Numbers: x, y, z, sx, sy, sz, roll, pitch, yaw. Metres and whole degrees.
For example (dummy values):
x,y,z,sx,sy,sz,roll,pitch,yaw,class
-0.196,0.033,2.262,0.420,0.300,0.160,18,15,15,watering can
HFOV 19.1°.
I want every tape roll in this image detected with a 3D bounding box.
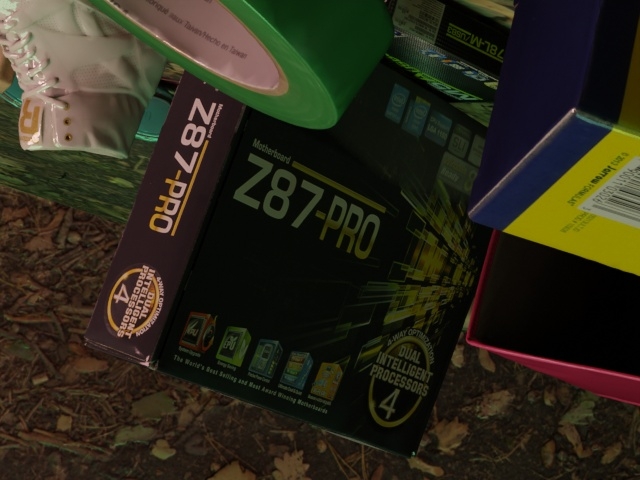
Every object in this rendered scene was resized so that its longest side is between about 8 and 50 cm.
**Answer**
x,y,z,sx,sy,sz,roll,pitch,yaw,class
-0.100,-0.202,1.329,0.321,0.077,0.321,34,172,6,tape roll

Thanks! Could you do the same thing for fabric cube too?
x,y,z,sx,sy,sz,roll,pitch,yaw,class
0.323,0.018,1.685,0.254,0.259,0.258,9,172,37,fabric cube

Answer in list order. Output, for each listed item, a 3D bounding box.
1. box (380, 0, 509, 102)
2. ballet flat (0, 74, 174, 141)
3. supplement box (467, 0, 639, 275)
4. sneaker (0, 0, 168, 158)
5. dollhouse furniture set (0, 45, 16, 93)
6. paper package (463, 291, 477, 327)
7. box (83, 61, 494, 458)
x,y,z,sx,sy,sz,roll,pitch,yaw,class
0.080,-0.169,1.647,0.190,0.045,0.184,22,169,-34,box
-0.280,-0.174,2.234,0.247,0.083,0.087,18,-174,-2,ballet flat
0.300,-0.075,1.173,0.356,0.194,0.195,18,159,-9,supplement box
-0.277,-0.176,1.880,0.292,0.169,0.108,25,170,-41,sneaker
-0.347,-0.217,1.941,0.091,0.114,0.081,20,176,-43,dollhouse furniture set
0.028,-0.020,2.350,0.325,0.168,0.309,23,170,-37,paper package
0.000,0.000,1.679,0.097,0.318,0.395,14,172,40,box
